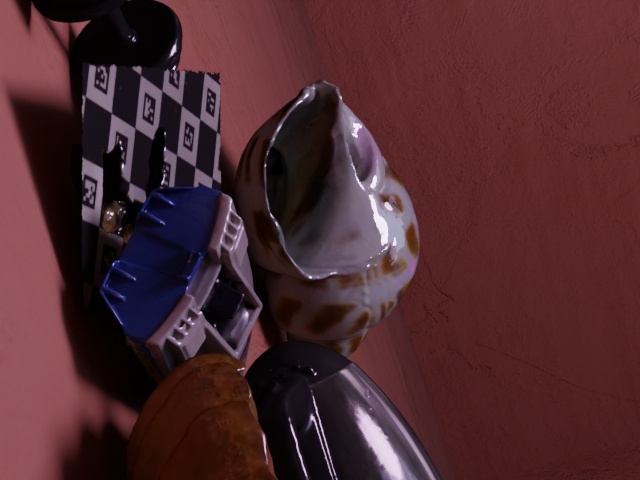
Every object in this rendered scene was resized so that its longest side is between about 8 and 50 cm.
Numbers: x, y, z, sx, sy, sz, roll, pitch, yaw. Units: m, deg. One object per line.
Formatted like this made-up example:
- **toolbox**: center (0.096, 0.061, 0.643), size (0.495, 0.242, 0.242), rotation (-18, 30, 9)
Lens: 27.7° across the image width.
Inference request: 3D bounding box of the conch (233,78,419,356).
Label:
- **conch**: center (0.000, -0.001, 1.571), size (0.249, 0.197, 0.368), rotation (-13, 93, -45)

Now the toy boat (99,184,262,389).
- **toy boat**: center (-0.090, 0.070, 1.031), size (0.295, 0.088, 0.129), rotation (80, 32, -66)

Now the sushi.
- **sushi**: center (-0.147, -0.042, 1.041), size (0.279, 0.043, 0.192), rotation (-19, 110, -73)

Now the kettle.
- **kettle**: center (-0.003, 0.225, 1.167), size (0.251, 0.207, 0.271), rotation (-21, 90, -50)

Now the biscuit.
- **biscuit**: center (-0.053, 0.234, 0.878), size (0.326, 0.107, 0.325), rotation (162, -90, -85)

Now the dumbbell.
- **dumbbell**: center (-0.170, -0.185, 1.038), size (0.208, 0.099, 0.099), rotation (66, 11, -52)
